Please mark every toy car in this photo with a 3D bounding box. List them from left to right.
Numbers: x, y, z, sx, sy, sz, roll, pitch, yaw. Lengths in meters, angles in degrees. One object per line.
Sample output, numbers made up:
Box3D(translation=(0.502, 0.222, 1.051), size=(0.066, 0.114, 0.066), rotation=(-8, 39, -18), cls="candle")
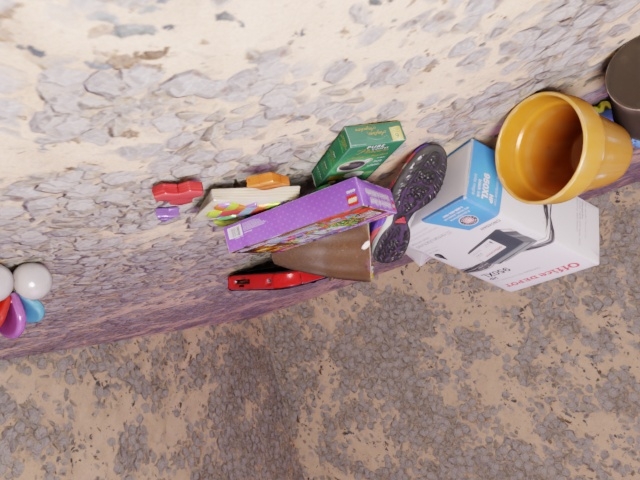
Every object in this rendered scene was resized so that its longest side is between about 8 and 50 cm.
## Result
Box3D(translation=(-0.617, 0.124, 0.946), size=(0.159, 0.136, 0.182), rotation=(-23, 167, 26), cls="toy car")

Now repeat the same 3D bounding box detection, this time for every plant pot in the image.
Box3D(translation=(0.000, 0.000, 1.184), size=(0.230, 0.216, 0.215), rotation=(-4, 169, 3), cls="plant pot")
Box3D(translation=(0.480, -0.170, 0.941), size=(0.187, 0.205, 0.205), rotation=(-1, 163, -25), cls="plant pot")

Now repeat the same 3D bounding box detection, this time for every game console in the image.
Box3D(translation=(-0.099, 0.118, 1.676), size=(0.341, 0.060, 0.386), rotation=(-6, 180, -40), cls="game console")

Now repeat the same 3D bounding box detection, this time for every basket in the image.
Box3D(translation=(0.606, -0.273, 0.874), size=(0.204, 0.154, 0.226), rotation=(-17, 168, 43), cls="basket")

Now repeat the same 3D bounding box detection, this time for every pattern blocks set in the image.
Box3D(translation=(-0.142, -0.067, 0.927), size=(0.324, 0.026, 0.285), rotation=(-7, 170, -17), cls="pattern blocks set")

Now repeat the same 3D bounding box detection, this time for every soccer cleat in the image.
Box3D(translation=(0.180, -0.094, 1.104), size=(0.108, 0.116, 0.318), rotation=(2, 132, -19), cls="soccer cleat")

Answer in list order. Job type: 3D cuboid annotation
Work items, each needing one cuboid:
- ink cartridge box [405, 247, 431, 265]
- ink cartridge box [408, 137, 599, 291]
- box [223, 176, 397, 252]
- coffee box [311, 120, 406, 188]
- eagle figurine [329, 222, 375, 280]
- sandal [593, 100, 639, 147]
Box3D(translation=(0.340, -0.034, 1.502), size=(0.148, 0.086, 0.203), rotation=(-36, 151, -16), cls="ink cartridge box")
Box3D(translation=(0.423, -0.040, 1.199), size=(0.394, 0.166, 0.285), rotation=(23, 153, -17), cls="ink cartridge box")
Box3D(translation=(-0.015, -0.040, 0.980), size=(0.293, 0.057, 0.201), rotation=(-19, 172, 24), cls="box")
Box3D(translation=(0.064, -0.152, 0.891), size=(0.113, 0.041, 0.184), rotation=(-11, 168, -21), cls="coffee box")
Box3D(translation=(0.132, 0.012, 1.537), size=(0.226, 0.225, 0.298), rotation=(20, -138, 24), cls="eagle figurine")
Box3D(translation=(0.708, -0.263, 1.095), size=(0.317, 0.138, 0.126), rotation=(-21, 170, 26), cls="sandal")
